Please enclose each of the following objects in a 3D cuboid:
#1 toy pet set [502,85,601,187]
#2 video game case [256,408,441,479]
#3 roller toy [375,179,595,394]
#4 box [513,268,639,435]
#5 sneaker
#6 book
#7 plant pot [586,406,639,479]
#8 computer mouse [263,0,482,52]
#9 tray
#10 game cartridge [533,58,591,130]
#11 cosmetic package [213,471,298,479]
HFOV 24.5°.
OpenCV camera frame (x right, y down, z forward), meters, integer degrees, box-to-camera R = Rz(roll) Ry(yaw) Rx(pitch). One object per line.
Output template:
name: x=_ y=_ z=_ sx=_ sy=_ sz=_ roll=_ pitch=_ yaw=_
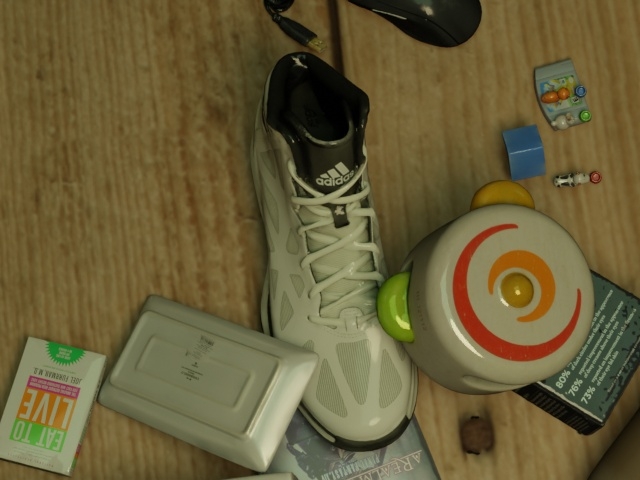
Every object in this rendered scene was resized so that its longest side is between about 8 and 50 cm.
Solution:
toy pet set: x=0.277 y=-0.121 z=1.767 sx=0.114 sy=0.065 sz=0.122 roll=-11 pitch=87 yaw=3
video game case: x=0.016 y=0.231 z=1.709 sx=0.196 sy=0.026 sz=0.274 roll=-21 pitch=76 yaw=-5
roller toy: x=0.186 y=0.061 z=1.560 sx=0.191 sy=0.146 sz=0.209 roll=46 pitch=70 yaw=-3
box: x=0.265 y=0.104 z=1.699 sx=0.207 sy=0.108 sz=0.153 roll=32 pitch=78 yaw=8
sneaker: x=-0.001 y=0.000 z=1.627 sx=0.169 sy=0.257 sz=0.448 roll=-13 pitch=71 yaw=-3
book: x=-0.312 y=0.193 z=1.709 sx=0.096 sy=0.035 sz=0.144 roll=12 pitch=74 yaw=8
plant pot: x=0.451 y=0.255 z=1.585 sx=0.280 sy=0.323 sz=0.323 roll=-41 pitch=79 yaw=7
computer mouse: x=0.059 y=-0.299 z=1.821 sx=0.262 sy=0.060 sz=0.184 roll=33 pitch=77 yaw=8
tray: x=-0.136 y=0.151 z=1.652 sx=0.270 sy=0.030 sz=0.145 roll=16 pitch=73 yaw=38
game cartridge: x=0.295 y=-0.179 z=1.817 sx=0.056 sy=0.017 sz=0.083 roll=-17 pitch=77 yaw=-1
cosmetic package: x=-0.199 y=0.379 z=1.593 sx=0.384 sy=0.156 sz=0.217 roll=-10 pitch=78 yaw=2
